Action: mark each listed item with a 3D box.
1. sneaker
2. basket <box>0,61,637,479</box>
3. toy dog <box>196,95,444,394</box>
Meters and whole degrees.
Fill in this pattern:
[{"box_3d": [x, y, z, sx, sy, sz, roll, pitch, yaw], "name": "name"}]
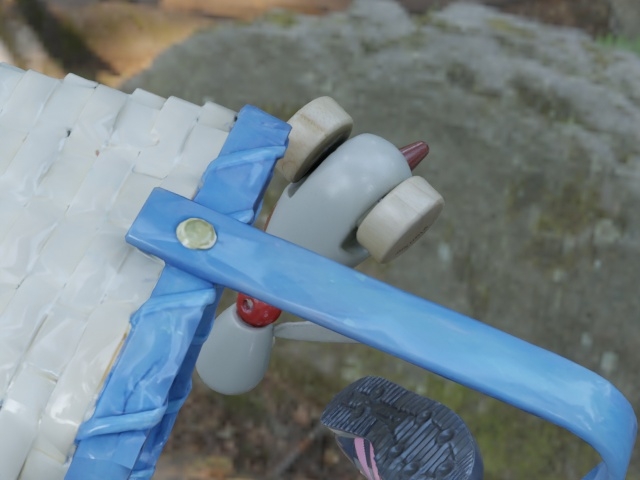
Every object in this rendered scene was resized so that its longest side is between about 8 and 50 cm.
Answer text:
[{"box_3d": [0.114, 0.246, 1.854, 0.112, 0.131, 0.319, -39, 21, -7], "name": "sneaker"}, {"box_3d": [-0.058, 0.068, 0.619, 0.289, 0.255, 0.201, 29, 49, -1], "name": "basket"}, {"box_3d": [0.000, 0.000, 1.598, 0.333, 0.220, 0.161, -30, -4, 40], "name": "toy dog"}]
